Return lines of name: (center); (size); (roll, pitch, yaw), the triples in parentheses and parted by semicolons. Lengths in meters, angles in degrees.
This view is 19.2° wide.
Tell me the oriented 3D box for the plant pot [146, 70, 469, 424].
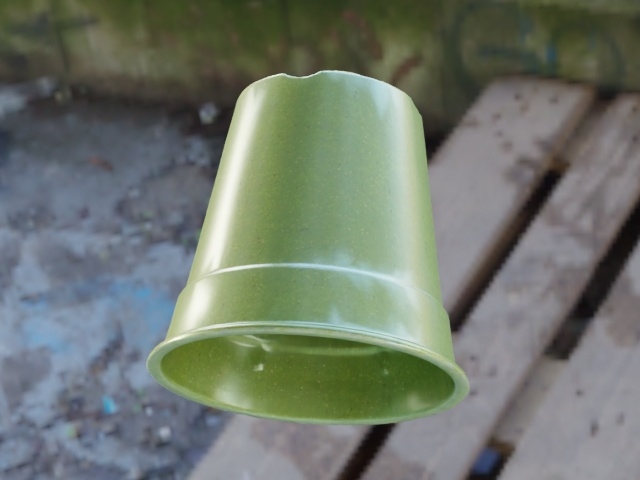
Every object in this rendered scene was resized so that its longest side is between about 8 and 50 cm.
plant pot: (0.000, 0.000, 0.501); (0.083, 0.083, 0.079); (1, 69, 12)
